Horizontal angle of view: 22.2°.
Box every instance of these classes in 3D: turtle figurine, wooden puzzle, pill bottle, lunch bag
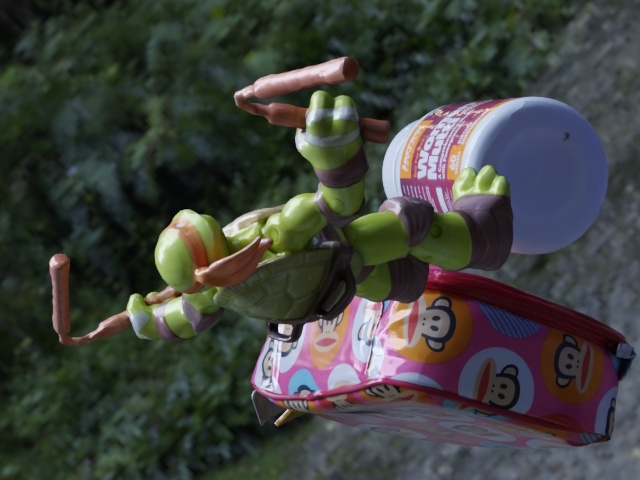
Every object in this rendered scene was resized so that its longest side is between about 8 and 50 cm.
[{"bbox_3d":[0.000,0.000,0.837,0.217,0.087,0.269,-3,-30,-41],"label":"turtle figurine"},{"bbox_3d":[-0.037,0.154,1.667,0.078,0.014,0.116,-29,-32,-19],"label":"wooden puzzle"},{"bbox_3d":[0.133,-0.054,1.323,0.121,0.121,0.221,-46,15,-11],"label":"pill bottle"},{"bbox_3d":[0.108,0.109,1.340,0.293,0.258,0.120,-11,63,61],"label":"lunch bag"}]
